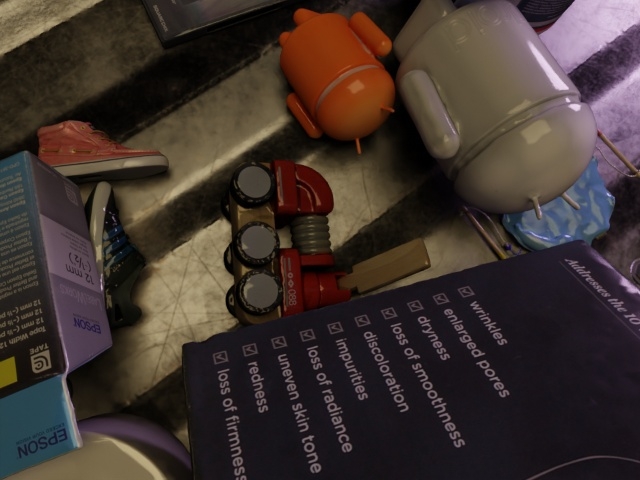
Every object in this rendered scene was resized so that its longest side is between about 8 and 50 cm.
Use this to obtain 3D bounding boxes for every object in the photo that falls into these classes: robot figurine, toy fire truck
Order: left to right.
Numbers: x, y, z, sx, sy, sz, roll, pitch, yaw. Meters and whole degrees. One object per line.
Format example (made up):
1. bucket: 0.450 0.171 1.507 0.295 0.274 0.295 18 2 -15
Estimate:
1. toy fire truck: 0.000 0.000 0.708 0.246 0.158 0.217 -1 77 -19
2. robot figurine: 0.024 -0.236 0.754 0.158 0.128 0.219 -31 71 1
3. robot figurine: 0.239 -0.185 0.725 0.300 0.200 0.353 -17 71 -30

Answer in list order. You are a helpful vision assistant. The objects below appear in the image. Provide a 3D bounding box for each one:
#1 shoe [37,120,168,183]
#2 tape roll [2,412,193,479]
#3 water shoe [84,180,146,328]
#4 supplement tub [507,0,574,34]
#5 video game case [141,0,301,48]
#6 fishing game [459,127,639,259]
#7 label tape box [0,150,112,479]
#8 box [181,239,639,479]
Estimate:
1. shoe: -0.309 -0.129 0.729 0.178 0.063 0.081 -7 84 -4
2. tape roll: -0.262 0.330 0.581 0.246 0.169 0.246 1 78 -6
3. water shoe: -0.284 0.021 0.709 0.080 0.073 0.203 7 73 -35
4. supplement tub: 0.342 -0.456 0.774 0.191 0.272 0.191 2 78 -7
5. video game case: -0.163 -0.442 0.836 0.274 0.026 0.196 -24 82 -11
6. fishing game: 0.367 -0.065 0.813 0.264 0.041 0.189 -41 84 -4
7. label tape box: -0.385 0.104 0.584 0.249 0.115 0.347 -23 69 1
8. box: 0.157 0.289 0.466 0.472 0.297 0.480 -15 39 -9
